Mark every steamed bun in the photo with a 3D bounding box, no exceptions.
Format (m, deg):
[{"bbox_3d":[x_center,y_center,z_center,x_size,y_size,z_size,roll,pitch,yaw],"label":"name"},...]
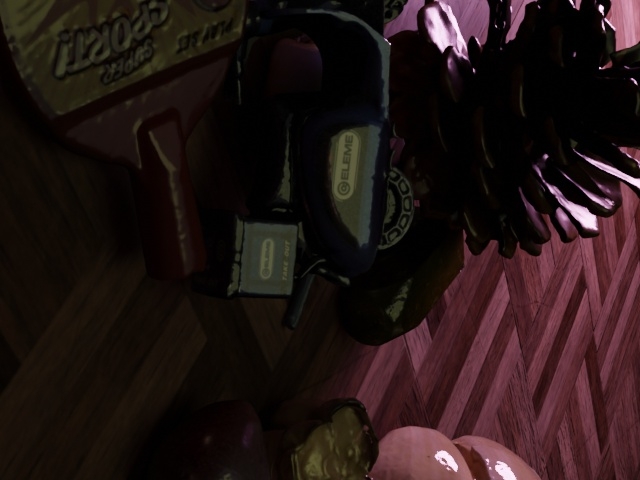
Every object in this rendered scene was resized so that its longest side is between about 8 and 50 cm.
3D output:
[{"bbox_3d":[-0.024,0.269,1.409,0.192,0.106,0.177,-32,112,-43],"label":"steamed bun"}]

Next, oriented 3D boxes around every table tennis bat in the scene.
[{"bbox_3d":[-0.148,-0.160,1.058,0.268,0.051,0.414,-31,124,-42],"label":"table tennis bat"}]

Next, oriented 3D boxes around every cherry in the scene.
[{"bbox_3d":[-0.109,0.200,1.207,0.148,0.115,0.188,-50,138,-16],"label":"cherry"}]

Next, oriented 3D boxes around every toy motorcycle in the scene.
[{"bbox_3d":[-0.016,-0.123,1.237,0.213,0.125,0.358,3,91,-31],"label":"toy motorcycle"}]

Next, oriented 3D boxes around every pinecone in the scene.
[{"bbox_3d":[0.280,-0.165,1.577,0.384,0.384,0.384,-27,121,-59],"label":"pinecone"}]

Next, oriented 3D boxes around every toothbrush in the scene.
[{"bbox_3d":[0.000,0.000,1.477,0.019,0.016,0.219,54,50,-53],"label":"toothbrush"}]

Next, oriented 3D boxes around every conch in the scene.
[{"bbox_3d":[-0.018,-0.144,1.360,0.176,0.094,0.104,-50,162,-5],"label":"conch"}]

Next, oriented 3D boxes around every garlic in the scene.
[{"bbox_3d":[0.165,0.372,1.701,0.249,0.286,0.313,112,-4,-62],"label":"garlic"}]

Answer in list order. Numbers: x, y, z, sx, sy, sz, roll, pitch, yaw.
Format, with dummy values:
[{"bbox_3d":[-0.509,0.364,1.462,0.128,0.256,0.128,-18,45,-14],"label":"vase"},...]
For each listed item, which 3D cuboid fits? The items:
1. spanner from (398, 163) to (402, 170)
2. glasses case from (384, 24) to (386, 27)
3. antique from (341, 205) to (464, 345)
[{"bbox_3d":[0.165,-0.153,1.769,0.316,0.024,0.087,-55,148,-44],"label":"spanner"},{"bbox_3d":[0.069,-0.307,1.468,0.218,0.075,0.049,-61,148,-37],"label":"glasses case"},{"bbox_3d":[0.102,0.045,1.625,0.221,0.080,0.081,-49,140,-49],"label":"antique"}]
